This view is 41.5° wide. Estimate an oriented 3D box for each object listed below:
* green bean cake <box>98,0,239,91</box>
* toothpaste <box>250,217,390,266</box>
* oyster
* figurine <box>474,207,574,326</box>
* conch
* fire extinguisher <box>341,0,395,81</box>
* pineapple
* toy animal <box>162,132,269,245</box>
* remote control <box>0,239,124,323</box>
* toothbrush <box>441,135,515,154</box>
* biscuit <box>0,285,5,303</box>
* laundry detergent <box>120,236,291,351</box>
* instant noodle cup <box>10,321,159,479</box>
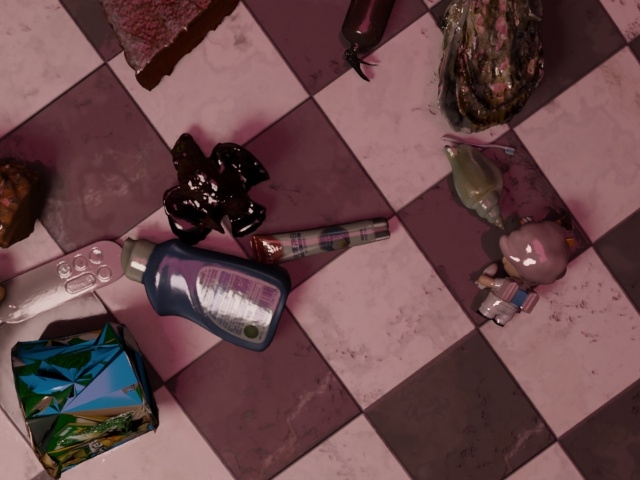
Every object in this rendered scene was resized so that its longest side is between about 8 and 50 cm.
[{"bbox_3d":[-0.238,-0.389,1.381,0.232,0.097,0.199,-30,93,0],"label":"green bean cake"},{"bbox_3d":[0.000,0.000,1.448,0.238,0.039,0.062,-10,101,0],"label":"toothpaste"},{"bbox_3d":[0.282,-0.351,1.397,0.162,0.158,0.351,8,85,-45],"label":"oyster"},{"bbox_3d":[0.350,0.044,1.434,0.137,0.112,0.229,30,102,-9],"label":"figurine"},{"bbox_3d":[0.276,-0.095,1.439,0.088,0.065,0.180,-30,89,1],"label":"conch"},{"bbox_3d":[0.098,-0.406,1.412,0.089,0.072,0.268,18,93,-40],"label":"fire extinguisher"},{"bbox_3d":[-0.633,-0.110,1.351,0.364,0.165,0.166,24,92,-3],"label":"pineapple"},{"bbox_3d":[-0.181,-0.092,1.419,0.218,0.116,0.180,-42,65,27],"label":"toy animal"},{"bbox_3d":[-0.444,0.070,1.439,0.244,0.022,0.077,-23,93,-1],"label":"remote control"},{"bbox_3d":[0.273,-0.166,1.462,0.131,0.011,0.013,11,72,-3],"label":"toothbrush"},{"bbox_3d":[-0.607,0.098,1.407,0.183,0.061,0.118,2,101,11],"label":"biscuit"},{"bbox_3d":[-0.200,0.077,1.421,0.289,0.094,0.144,21,105,-1],"label":"laundry detergent"},{"bbox_3d":[-0.372,0.245,1.364,0.178,0.240,0.240,-19,94,-8],"label":"instant noodle cup"}]
